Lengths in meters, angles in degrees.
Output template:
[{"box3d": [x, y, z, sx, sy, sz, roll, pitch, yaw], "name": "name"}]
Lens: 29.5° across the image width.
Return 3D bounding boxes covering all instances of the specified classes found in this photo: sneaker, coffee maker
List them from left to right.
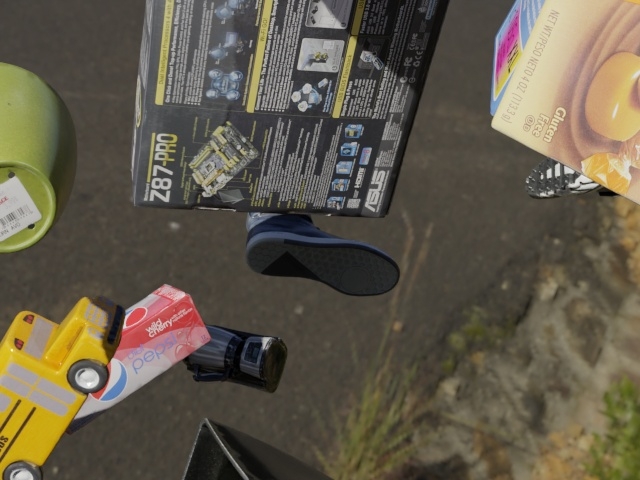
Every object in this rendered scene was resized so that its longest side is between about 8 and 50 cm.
[{"box3d": [-0.159, 0.226, 2.400, 0.178, 0.120, 0.171, 12, 3, 18], "name": "coffee maker"}, {"box3d": [0.000, -0.002, 1.757, 0.226, 0.086, 0.163, 14, 26, -13], "name": "sneaker"}, {"box3d": [0.433, -0.101, 1.896, 0.106, 0.234, 0.078, 34, 50, -34], "name": "sneaker"}]

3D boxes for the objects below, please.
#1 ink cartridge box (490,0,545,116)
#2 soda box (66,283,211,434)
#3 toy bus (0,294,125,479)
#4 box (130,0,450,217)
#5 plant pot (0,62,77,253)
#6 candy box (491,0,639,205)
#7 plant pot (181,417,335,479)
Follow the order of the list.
[{"box3d": [0.349, -0.242, 1.032, 0.270, 0.395, 0.151, 20, 39, -10], "name": "ink cartridge box"}, {"box3d": [-0.299, 0.175, 1.817, 0.263, 0.092, 0.083, -34, 24, -25], "name": "soda box"}, {"box3d": [-0.372, 0.207, 1.535, 0.130, 0.332, 0.108, 30, 23, -13], "name": "toy bus"}, {"box3d": [-0.040, -0.198, 1.363, 0.318, 0.395, 0.097, 0, 44, -14], "name": "box"}, {"box3d": [-0.473, -0.096, 1.788, 0.275, 0.274, 0.293, 8, 18, -24], "name": "plant pot"}, {"box3d": [0.258, -0.174, 0.760, 0.183, 0.316, 0.087, 32, 22, 25], "name": "candy box"}, {"box3d": [-0.038, 0.286, 1.076, 0.167, 0.188, 0.187, 16, 3, -19], "name": "plant pot"}]
